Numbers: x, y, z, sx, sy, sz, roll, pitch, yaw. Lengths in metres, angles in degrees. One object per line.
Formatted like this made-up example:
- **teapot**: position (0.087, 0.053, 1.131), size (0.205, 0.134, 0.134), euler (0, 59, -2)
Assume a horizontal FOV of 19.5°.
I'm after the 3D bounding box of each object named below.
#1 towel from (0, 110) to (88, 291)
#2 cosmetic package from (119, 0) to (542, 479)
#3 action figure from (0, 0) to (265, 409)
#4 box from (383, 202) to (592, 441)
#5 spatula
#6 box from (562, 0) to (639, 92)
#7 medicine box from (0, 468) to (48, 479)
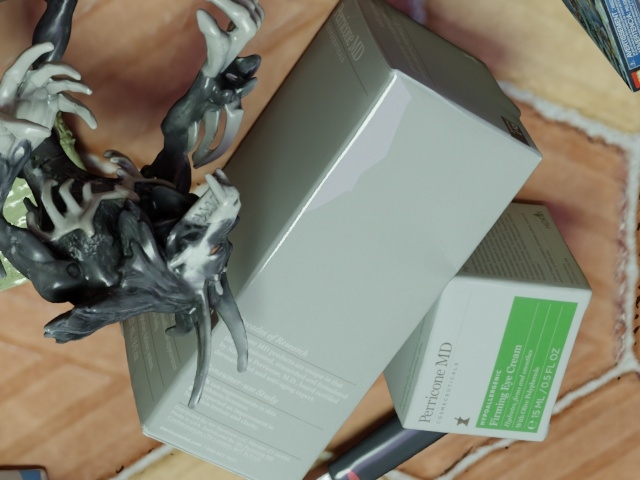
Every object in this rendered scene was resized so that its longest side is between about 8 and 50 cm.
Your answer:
- **towel**: position (-0.192, -0.017, 0.989), size (0.148, 0.027, 0.110), euler (-25, 119, 3)
- **cosmetic package**: position (0.000, 0.000, 0.982), size (0.107, 0.127, 0.238), euler (25, 108, -22)
- **action figure**: position (-0.110, -0.060, 0.855), size (0.275, 0.164, 0.141), euler (48, 129, 4)
- **box**: position (0.087, 0.041, 1.035), size (0.087, 0.102, 0.101), euler (7, 117, -13)
- **spatula**: position (-0.012, 0.153, 1.116), size (0.296, 0.030, 0.084), euler (-30, 121, 5)
- **box**: position (0.132, -0.143, 0.925), size (0.027, 0.137, 0.094), euler (-24, 119, 2)
- **medicine box**: position (-0.208, 0.320, 1.030), size (0.149, 0.263, 0.289), euler (-5, 119, -9)
